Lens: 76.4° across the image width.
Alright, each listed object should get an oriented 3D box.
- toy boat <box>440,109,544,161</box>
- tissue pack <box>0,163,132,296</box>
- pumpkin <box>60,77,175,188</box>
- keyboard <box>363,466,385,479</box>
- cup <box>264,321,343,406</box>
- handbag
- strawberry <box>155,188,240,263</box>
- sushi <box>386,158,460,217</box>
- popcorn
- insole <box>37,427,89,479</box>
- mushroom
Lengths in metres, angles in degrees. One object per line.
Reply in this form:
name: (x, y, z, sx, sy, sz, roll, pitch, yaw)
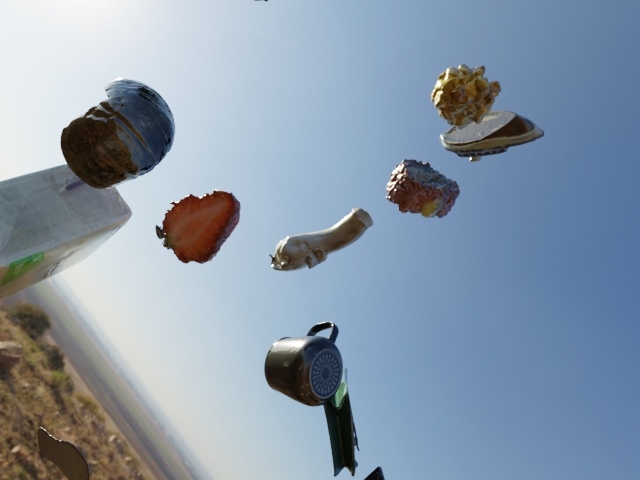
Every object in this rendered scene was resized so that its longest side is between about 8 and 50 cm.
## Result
toy boat: (0.444, -0.266, 1.074, 0.115, 0.114, 0.262, 35, -21, -32)
tissue pack: (-0.739, -0.016, 1.055, 0.404, 0.331, 0.205, -22, -79, 43)
pumpkin: (-0.278, -0.166, 0.603, 0.107, 0.184, 0.119, -8, -40, 29)
keyboard: (0.135, 0.599, 0.906, 0.013, 0.061, 0.204, 45, 5, -12)
cup: (-0.033, 0.313, 1.069, 0.176, 0.223, 0.169, -10, -51, 45)
handbag: (0.058, 0.518, 1.206, 0.326, 0.089, 0.239, 83, -1, -83)
strawberry: (-0.285, -0.031, 1.025, 0.235, 0.106, 0.175, -5, -87, 19)
sushi: (0.383, -0.182, 1.546, 0.171, 0.270, 0.237, -61, -140, 31)
popcorn: (0.181, -0.180, 0.507, 0.083, 0.057, 0.082, -6, -34, 15)
insole: (-0.519, 0.432, 0.813, 0.253, 0.005, 0.086, -4, -88, 38)
mushroom: (0.000, 0.002, 1.013, 0.099, 0.277, 0.096, -102, 168, -59)
